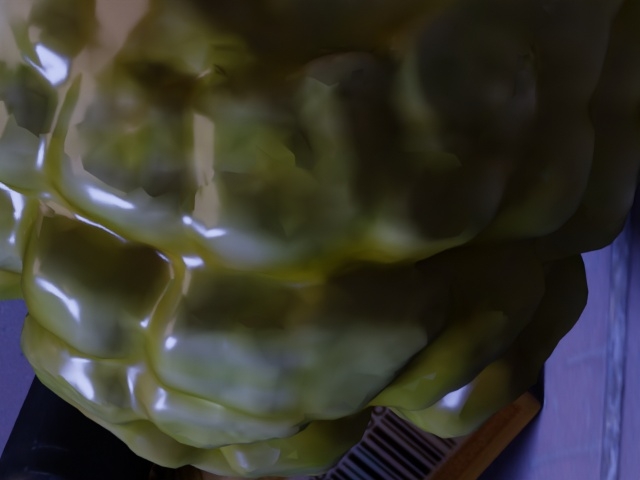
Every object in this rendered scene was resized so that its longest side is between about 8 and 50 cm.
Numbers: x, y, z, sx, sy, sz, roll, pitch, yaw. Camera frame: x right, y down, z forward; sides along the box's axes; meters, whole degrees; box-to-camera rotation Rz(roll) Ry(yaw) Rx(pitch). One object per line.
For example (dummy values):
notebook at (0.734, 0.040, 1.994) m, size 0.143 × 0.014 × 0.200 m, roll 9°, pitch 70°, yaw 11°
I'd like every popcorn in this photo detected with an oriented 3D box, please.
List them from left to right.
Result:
popcorn at (-0.009, -0.072, 0.553) m, size 0.270 × 0.224 × 0.257 m, roll -92°, pitch 4°, yaw -55°

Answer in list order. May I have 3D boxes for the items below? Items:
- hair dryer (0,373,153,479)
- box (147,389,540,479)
hair dryer at (-0.051, 0.002, 0.733) m, size 0.189 × 0.107 × 0.352 m, roll -28°, pitch 36°, yaw 44°
box at (-0.050, 0.115, 0.749) m, size 0.274 × 0.076 × 0.174 m, roll -48°, pitch 15°, yaw 5°
